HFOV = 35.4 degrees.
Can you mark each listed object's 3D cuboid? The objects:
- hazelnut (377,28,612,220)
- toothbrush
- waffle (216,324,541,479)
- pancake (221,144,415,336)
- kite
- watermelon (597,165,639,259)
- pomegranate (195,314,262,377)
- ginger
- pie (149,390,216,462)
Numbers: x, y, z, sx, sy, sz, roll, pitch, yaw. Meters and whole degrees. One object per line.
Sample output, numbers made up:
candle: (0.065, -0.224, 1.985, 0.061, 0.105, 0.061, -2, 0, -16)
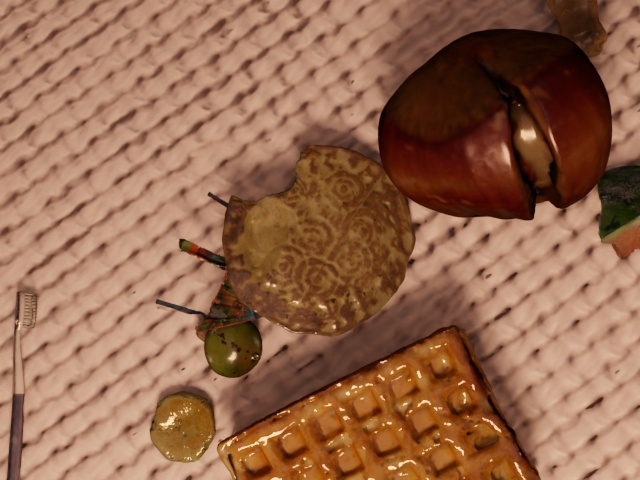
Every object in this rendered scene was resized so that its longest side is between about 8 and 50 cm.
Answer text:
hazelnut: (0.189, -0.118, 1.101, 0.251, 0.217, 0.217, -15, 83, 13)
toothbrush: (-0.359, 0.205, 1.193, 0.026, 0.024, 0.288, 3, 83, -9)
waffle: (0.068, 0.248, 1.119, 0.308, 0.091, 0.213, -28, 83, 3)
pancake: (0.000, 0.000, 1.155, 0.235, 0.029, 0.212, -28, 84, -13)
kite: (-0.092, 0.036, 1.156, 0.160, 0.010, 0.183, 27, 59, -8)
watermelon: (0.374, -0.047, 1.147, 0.155, 0.080, 0.101, -25, 48, 4)
pomegranate: (-0.106, 0.124, 1.162, 0.073, 0.084, 0.073, 10, 75, -38)
ginger: (0.350, -0.329, 1.169, 0.149, 0.065, 0.259, 11, 83, 4)
pie: (-0.160, 0.219, 1.175, 0.084, 0.020, 0.085, 0, 86, 6)
